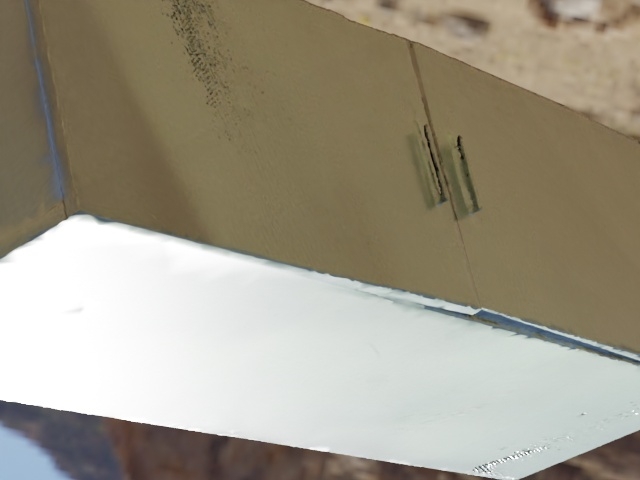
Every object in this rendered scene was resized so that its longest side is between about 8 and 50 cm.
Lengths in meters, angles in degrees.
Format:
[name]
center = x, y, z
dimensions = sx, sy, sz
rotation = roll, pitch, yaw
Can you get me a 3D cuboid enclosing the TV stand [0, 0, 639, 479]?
[TV stand]
center = 0.000, 0.000, 0.495
dimensions = 0.088, 0.083, 0.269
rotation = -27, 155, 31
